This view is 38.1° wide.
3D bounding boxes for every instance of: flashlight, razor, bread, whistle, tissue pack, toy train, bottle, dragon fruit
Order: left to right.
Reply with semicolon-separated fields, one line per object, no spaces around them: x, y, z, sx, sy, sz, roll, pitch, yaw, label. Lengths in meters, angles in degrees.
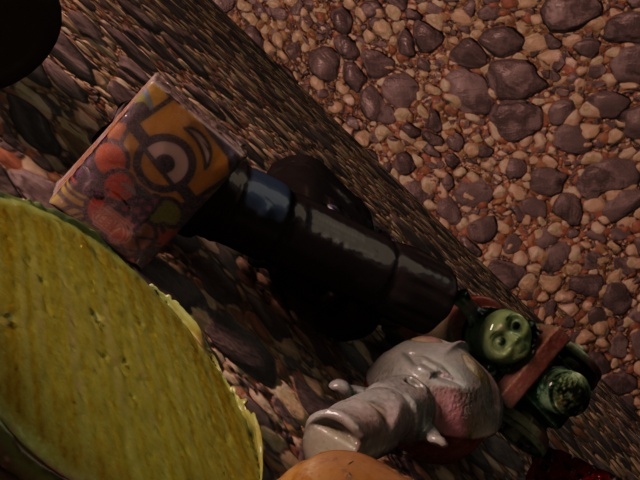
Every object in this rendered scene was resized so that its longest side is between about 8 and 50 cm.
-0.360;-0.271;0.869;0.271;0.143;0.156;48;12;20;bottle
-0.149;0.080;0.618;0.301;0.045;0.301;44;13;-13;bread
-0.152;-0.061;0.828;0.108;0.148;0.060;39;14;-20;tissue pack
-0.036;-0.014;0.967;0.424;0.103;0.103;25;19;-22;flashlight
-0.003;0.003;1.195;0.189;0.107;0.327;42;15;-15;razor
0.087;0.171;0.938;0.142;0.134;0.346;52;23;17;whistle
0.205;0.141;1.168;0.221;0.150;0.304;47;-15;-12;toy train
0.318;0.356;1.165;0.127;0.120;0.161;17;-32;45;dragon fruit

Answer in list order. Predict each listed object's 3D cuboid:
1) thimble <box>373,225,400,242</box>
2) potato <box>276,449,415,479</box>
0.090;0.041;1.422;0.118;0.090;0.135;48;15;28;thimble
0.040;0.216;0.635;0.178;0.118;0.109;34;-26;14;potato
